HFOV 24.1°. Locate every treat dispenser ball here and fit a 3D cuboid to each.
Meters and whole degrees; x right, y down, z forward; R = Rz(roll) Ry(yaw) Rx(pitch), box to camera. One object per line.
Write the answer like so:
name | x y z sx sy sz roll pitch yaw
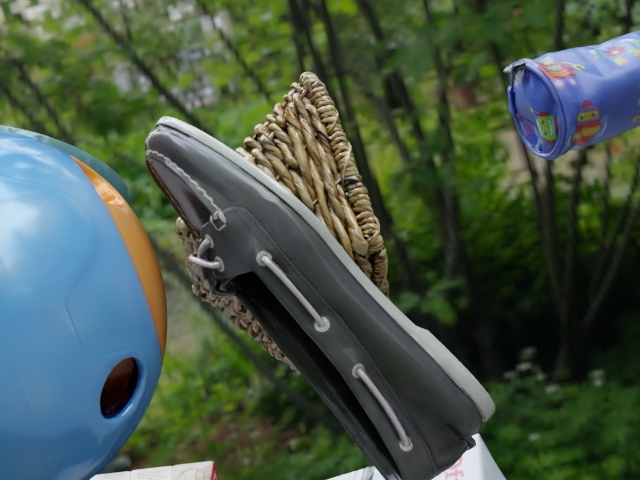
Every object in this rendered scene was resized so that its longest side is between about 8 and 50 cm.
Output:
treat dispenser ball | -0.256 0.061 1.106 0.288 0.288 0.288 -15 8 2

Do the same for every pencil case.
pencil case | 0.362 -0.195 1.804 0.306 0.119 0.133 -21 33 -24

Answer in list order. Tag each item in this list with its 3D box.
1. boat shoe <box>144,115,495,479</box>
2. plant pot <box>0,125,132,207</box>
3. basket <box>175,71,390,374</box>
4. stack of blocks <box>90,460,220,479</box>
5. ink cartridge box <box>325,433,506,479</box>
boat shoe | -0.019 0.048 1.097 0.095 0.335 0.112 -47 0 -17
plant pot | -0.413 0.022 1.956 0.293 0.235 0.293 9 -23 4
basket | 0.000 0.000 1.586 0.223 0.213 0.299 -50 -10 -14
stack of blocks | -0.234 0.325 1.498 0.297 0.171 0.087 -7 37 8
ink cartridge box | 0.053 0.436 1.836 0.394 0.166 0.285 -20 34 16
